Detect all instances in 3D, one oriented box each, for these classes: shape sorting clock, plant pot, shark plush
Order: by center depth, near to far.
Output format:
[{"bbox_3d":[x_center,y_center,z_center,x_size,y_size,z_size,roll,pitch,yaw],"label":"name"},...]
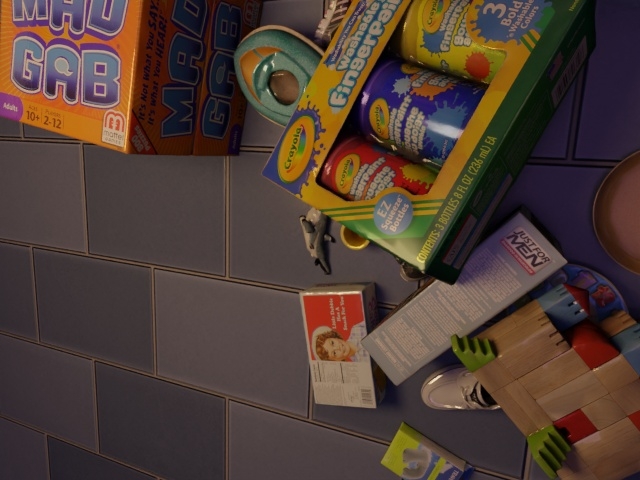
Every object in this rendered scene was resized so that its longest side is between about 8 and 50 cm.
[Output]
[{"bbox_3d":[0.599,-0.050,0.797,0.236,0.032,0.236,5,102,23],"label":"plant pot"},{"bbox_3d":[0.455,0.145,0.873,0.206,0.040,0.206,-1,88,32],"label":"shape sorting clock"},{"bbox_3d":[0.000,0.000,1.060,0.067,0.073,0.161,-13,89,-5],"label":"shark plush"}]

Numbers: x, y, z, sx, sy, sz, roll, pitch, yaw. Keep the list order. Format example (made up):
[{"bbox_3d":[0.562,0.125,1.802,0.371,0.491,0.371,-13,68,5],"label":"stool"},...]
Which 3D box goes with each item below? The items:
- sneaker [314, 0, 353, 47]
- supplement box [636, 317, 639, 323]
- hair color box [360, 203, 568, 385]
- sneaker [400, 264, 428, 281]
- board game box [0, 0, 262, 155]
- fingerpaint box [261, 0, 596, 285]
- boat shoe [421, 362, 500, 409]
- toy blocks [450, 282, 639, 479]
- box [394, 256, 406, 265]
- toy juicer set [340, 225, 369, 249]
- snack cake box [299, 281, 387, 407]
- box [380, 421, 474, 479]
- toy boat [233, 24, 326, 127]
[{"bbox_3d":[0.057,-0.462,0.949,0.075,0.063,0.170,39,117,13],"label":"sneaker"},{"bbox_3d":[0.646,0.233,0.801,0.233,0.080,0.078,32,110,14],"label":"supplement box"},{"bbox_3d":[0.265,0.101,0.885,0.374,0.185,0.114,-44,80,24],"label":"hair color box"},{"bbox_3d":[0.235,0.006,0.940,0.084,0.083,0.215,44,114,9],"label":"sneaker"},{"bbox_3d":[-0.390,-0.394,0.995,0.356,0.356,0.357,18,106,21],"label":"board game box"},{"bbox_3d":[0.159,-0.213,0.788,0.371,0.163,0.445,34,98,33],"label":"fingerpaint box"},{"bbox_3d":[0.321,0.299,0.950,0.258,0.084,0.095,-25,89,25],"label":"boat shoe"},{"bbox_3d":[0.432,0.225,0.752,0.261,0.191,0.381,-39,96,18],"label":"toy blocks"},{"bbox_3d":[0.171,0.004,0.971,0.018,0.083,0.067,20,111,-24],"label":"box"},{"bbox_3d":[0.069,-0.162,0.980,0.209,0.089,0.329,-32,85,25],"label":"toy juicer set"},{"bbox_3d":[0.054,0.232,1.055,0.152,0.089,0.264,-4,97,26],"label":"snack cake box"},{"bbox_3d":[0.238,0.505,1.047,0.178,0.042,0.109,28,109,18],"label":"box"},{"bbox_3d":[-0.065,-0.382,0.922,0.267,0.148,0.318,31,123,19],"label":"toy boat"}]
